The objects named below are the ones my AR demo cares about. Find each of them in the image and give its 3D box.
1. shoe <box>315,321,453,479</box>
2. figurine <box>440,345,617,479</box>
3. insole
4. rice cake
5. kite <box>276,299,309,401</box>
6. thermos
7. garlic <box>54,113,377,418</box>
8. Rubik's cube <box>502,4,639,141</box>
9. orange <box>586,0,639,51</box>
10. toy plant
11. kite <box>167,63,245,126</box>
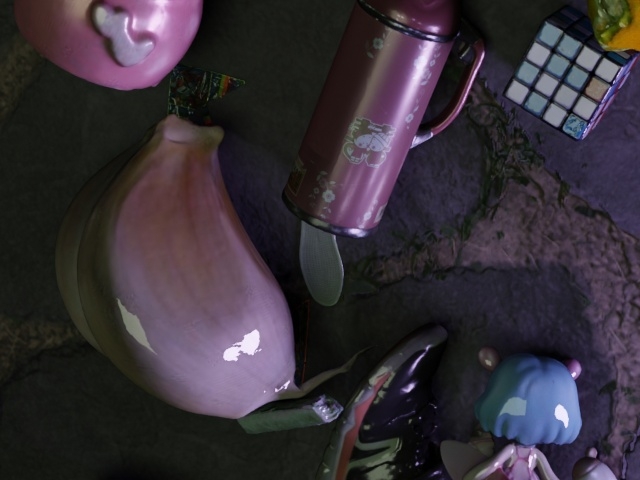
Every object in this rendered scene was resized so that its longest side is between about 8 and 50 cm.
[{"bbox_3d":[0.084,0.228,1.982,0.137,0.114,0.291,27,115,14],"label":"shoe"},{"bbox_3d":[0.227,0.243,1.891,0.205,0.103,0.260,9,78,0],"label":"figurine"},{"bbox_3d":[0.000,0.000,2.009,0.053,0.002,0.152,5,108,21],"label":"insole"},{"bbox_3d":[-0.037,0.190,2.008,0.033,0.033,0.208,53,153,-11],"label":"rice cake"},{"bbox_3d":[-0.070,0.130,2.074,0.190,0.010,0.159,-35,91,26],"label":"kite"},{"bbox_3d":[0.077,-0.164,1.867,0.136,0.109,0.330,27,114,13],"label":"thermos"},{"bbox_3d":[-0.154,0.064,1.996,0.340,0.246,0.231,54,150,-2],"label":"garlic"},{"bbox_3d":[0.248,-0.166,1.806,0.092,0.092,0.092,32,115,10],"label":"Rubik's cube"},{"bbox_3d":[0.287,-0.298,1.702,0.158,0.179,0.237,-25,94,29],"label":"orange"},{"bbox_3d":[-0.152,-0.331,1.872,0.317,0.210,0.356,19,112,-20],"label":"toy plant"},{"bbox_3d":[-0.137,-0.159,2.014,0.122,0.004,0.090,-27,94,27],"label":"kite"}]
